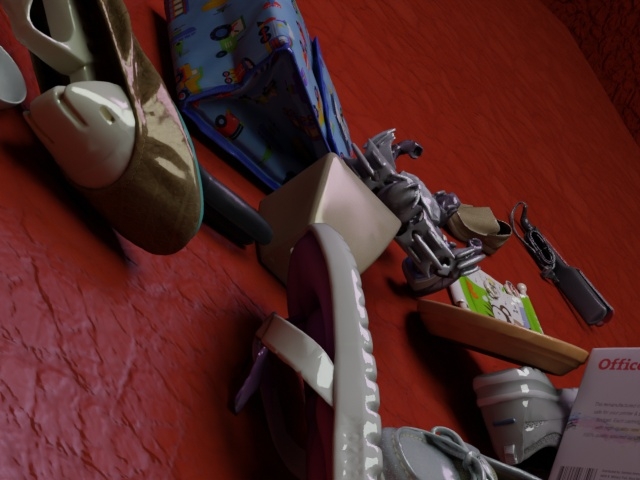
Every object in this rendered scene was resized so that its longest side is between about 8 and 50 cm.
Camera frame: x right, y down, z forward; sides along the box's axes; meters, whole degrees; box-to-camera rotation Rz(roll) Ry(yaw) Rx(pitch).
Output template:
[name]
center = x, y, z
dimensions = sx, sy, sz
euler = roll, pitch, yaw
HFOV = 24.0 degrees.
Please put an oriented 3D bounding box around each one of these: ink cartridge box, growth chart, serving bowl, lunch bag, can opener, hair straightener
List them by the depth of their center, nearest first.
[serving bowl]
center = -0.278, -0.136, 1.214
dimensions = 0.083, 0.027, 0.083
euler = 44, 21, -22
[can opener]
center = -0.115, -0.046, 1.398
dimensions = 0.059, 0.073, 0.186
euler = 16, -15, 45
[ink cartridge box]
center = 0.366, 0.250, 1.595
dimensions = 0.168, 0.171, 0.233
euler = 38, 65, -32
[lunch bag]
center = -0.037, -0.141, 1.658
dimensions = 0.293, 0.138, 0.221
euler = 53, 16, -39
[growth chart]
center = 0.228, 0.085, 1.960
dimensions = 0.237, 0.021, 0.172
euler = 31, 30, -44
[hair straightener]
center = 0.362, 0.033, 2.304
dimensions = 0.230, 0.047, 0.089
euler = 58, 20, 18

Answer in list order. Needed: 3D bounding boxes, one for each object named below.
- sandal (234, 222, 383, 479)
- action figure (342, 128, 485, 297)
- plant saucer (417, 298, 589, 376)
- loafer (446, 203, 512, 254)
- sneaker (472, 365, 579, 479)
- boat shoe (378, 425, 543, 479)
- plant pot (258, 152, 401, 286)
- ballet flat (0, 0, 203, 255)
[sandal]
center = -0.017, 0.125, 1.214
dimensions = 0.102, 0.169, 0.416
euler = 3, 36, -9
[action figure]
center = 0.107, -0.027, 1.637
dimensions = 0.285, 0.099, 0.185
euler = 49, 18, -74
[plant saucer]
center = 0.201, 0.112, 1.687
dimensions = 0.200, 0.037, 0.200
euler = 18, -3, 1
[loafer]
center = 0.215, -0.026, 2.076
dimensions = 0.148, 0.050, 0.056
euler = 24, 34, -53
[sneaker]
center = 0.251, 0.225, 1.697
dimensions = 0.281, 0.105, 0.115
euler = 23, 58, -52
[boat shoe]
center = 0.163, 0.244, 1.405
dimensions = 0.320, 0.103, 0.118
euler = 34, 25, -31
[plant pot]
center = 0.000, 0.000, 1.492
dimensions = 0.109, 0.109, 0.096
euler = 45, 33, -18
[ballet flat]
center = -0.200, -0.147, 1.233
dimensions = 0.124, 0.116, 0.342
euler = 3, 67, -61
